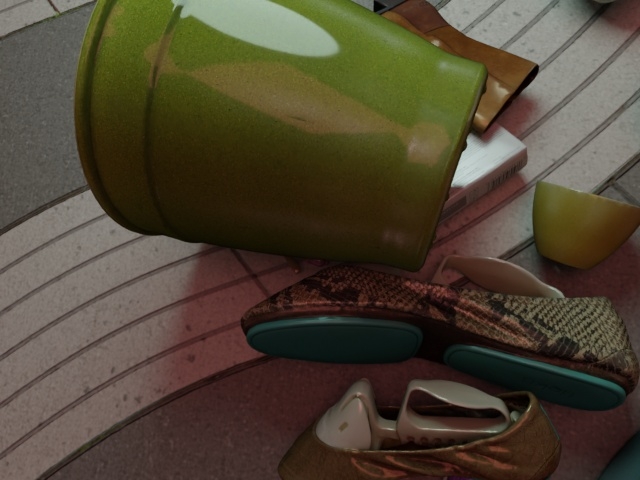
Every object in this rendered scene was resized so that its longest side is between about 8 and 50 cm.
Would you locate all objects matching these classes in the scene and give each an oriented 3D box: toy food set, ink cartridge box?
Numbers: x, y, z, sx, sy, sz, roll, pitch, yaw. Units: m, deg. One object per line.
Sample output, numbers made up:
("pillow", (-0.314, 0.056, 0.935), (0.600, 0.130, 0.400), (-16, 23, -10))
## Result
("toy food set", (0.000, 0.000, 0.701), (0.122, 0.019, 0.078), (-32, 74, -9))
("ink cartridge box", (0.170, -0.145, 0.708), (0.181, 0.056, 0.224), (-34, 55, -1))

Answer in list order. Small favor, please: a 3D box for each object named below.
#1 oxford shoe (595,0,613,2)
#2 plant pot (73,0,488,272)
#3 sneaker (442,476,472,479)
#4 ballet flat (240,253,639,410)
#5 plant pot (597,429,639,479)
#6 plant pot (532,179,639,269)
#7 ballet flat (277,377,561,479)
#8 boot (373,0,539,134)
("oxford shoe", (0.548, -0.519, 0.706), (0.449, 0.169, 0.130), (-40, 115, -11))
("plant pot", (-0.010, -0.125, 0.550), (0.353, 0.366, 0.366), (19, 79, 13))
("sneaker", (0.210, 0.377, 0.532), (0.095, 0.104, 0.236), (-11, 74, 6))
("ballet flat", (0.149, 0.094, 0.603), (0.483, 0.164, 0.182), (8, 55, 4))
("plant pot", (0.428, 0.300, 0.496), (0.234, 0.165, 0.165), (-40, 74, 5))
("plant pot", (0.343, -0.016, 0.610), (0.134, 0.134, 0.095), (18, 103, 12))
("ballet flat", (0.102, 0.228, 0.553), (0.343, 0.116, 0.124), (-8, 105, 17))
("boot", (0.142, -0.243, 0.704), (0.264, 0.096, 0.280), (-40, 70, -16))
